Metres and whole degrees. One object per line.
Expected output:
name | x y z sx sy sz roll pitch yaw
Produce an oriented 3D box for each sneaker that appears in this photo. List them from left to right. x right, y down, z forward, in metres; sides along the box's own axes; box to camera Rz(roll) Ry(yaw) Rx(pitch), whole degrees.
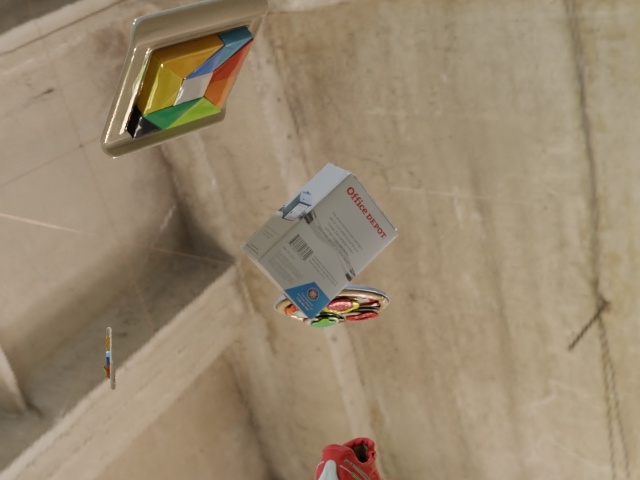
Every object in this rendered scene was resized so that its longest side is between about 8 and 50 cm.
sneaker | 0.073 0.378 1.520 0.279 0.107 0.118 38 -123 -63

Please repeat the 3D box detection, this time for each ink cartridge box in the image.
ink cartridge box | 0.000 0.000 1.422 0.191 0.082 0.139 -45 -59 -8

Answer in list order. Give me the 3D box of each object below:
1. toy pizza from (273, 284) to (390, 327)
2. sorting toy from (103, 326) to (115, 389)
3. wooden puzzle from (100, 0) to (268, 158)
toy pizza | 0.020 0.117 1.618 0.201 0.201 0.032 20 -120 -50
sorting toy | -0.271 0.160 1.213 0.012 0.062 0.083 -3 -44 -16
wooden puzzle | -0.183 -0.220 1.291 0.221 0.044 0.238 -25 -25 -37
